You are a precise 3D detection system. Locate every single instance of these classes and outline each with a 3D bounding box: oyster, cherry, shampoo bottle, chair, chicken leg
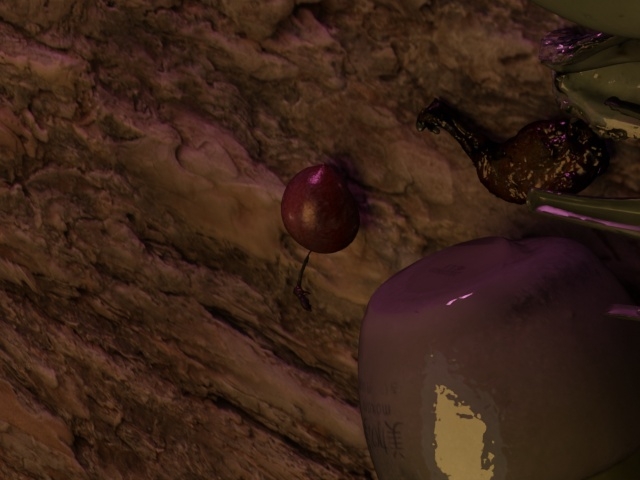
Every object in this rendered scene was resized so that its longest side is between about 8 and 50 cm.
[{"bbox_3d":[0.313,-0.145,1.322,0.199,0.087,0.252,33,166,-5],"label":"oyster"},{"bbox_3d":[0.000,0.000,1.801,0.107,0.090,0.225,27,135,33],"label":"cherry"},{"bbox_3d":[0.200,0.159,1.486,0.322,0.322,0.317,-9,100,52],"label":"shampoo bottle"},{"bbox_3d":[0.362,-0.030,1.235,0.274,0.190,0.203,14,153,45],"label":"chair"},{"bbox_3d":[0.203,-0.094,1.525,0.253,0.051,0.106,15,121,45],"label":"chicken leg"}]

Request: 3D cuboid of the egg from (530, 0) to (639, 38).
[{"bbox_3d":[0.244,-0.290,1.172,0.371,0.230,0.230,30,136,42],"label":"egg"}]
